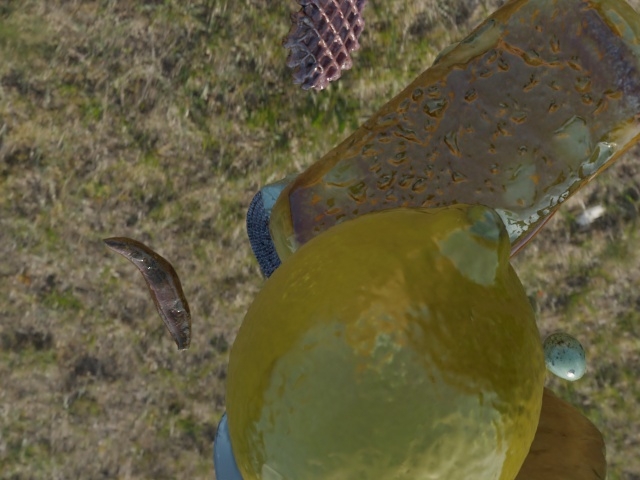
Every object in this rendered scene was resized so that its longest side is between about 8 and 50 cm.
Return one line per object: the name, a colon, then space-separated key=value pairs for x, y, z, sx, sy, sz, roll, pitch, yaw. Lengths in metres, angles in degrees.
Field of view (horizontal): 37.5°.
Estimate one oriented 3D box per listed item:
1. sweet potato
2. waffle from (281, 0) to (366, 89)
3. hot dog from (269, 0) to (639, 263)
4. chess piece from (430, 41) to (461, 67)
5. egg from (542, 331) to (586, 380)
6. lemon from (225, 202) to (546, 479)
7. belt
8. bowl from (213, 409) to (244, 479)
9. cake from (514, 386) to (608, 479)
sweet potato: x=-0.284 y=0.079 z=1.658 sx=0.078 sy=0.058 sz=0.255 roll=-37 pitch=116 yaw=-18
waffle: x=0.013 y=-0.396 z=1.782 sx=0.055 sy=0.221 sz=0.234 roll=28 pitch=122 yaw=30
hot dog: x=0.146 y=-0.070 z=0.941 sx=0.405 sy=0.223 sz=0.185 roll=-39 pitch=80 yaw=2
chess piece: x=0.350 y=-0.251 z=1.647 sx=0.330 sy=0.182 sz=0.182 roll=15 pitch=126 yaw=-8
egg: x=0.509 y=0.243 z=1.962 sx=0.085 sy=0.085 sz=0.110 roll=-27 pitch=106 yaw=20
lemon: x=0.039 y=0.085 z=0.568 sx=0.187 sy=0.187 sz=0.244 roll=22 pitch=99 yaw=-15
belt: x=0.000 y=0.000 z=1.788 sx=0.325 sy=0.122 sz=0.260 roll=27 pitch=122 yaw=36
bowl: x=-0.008 y=0.223 z=0.906 sx=0.189 sy=0.086 sz=0.189 roll=11 pitch=108 yaw=38
cake: x=0.184 y=0.361 z=1.215 sx=0.332 sy=0.332 sz=0.321 roll=6 pitch=111 yaw=-3
